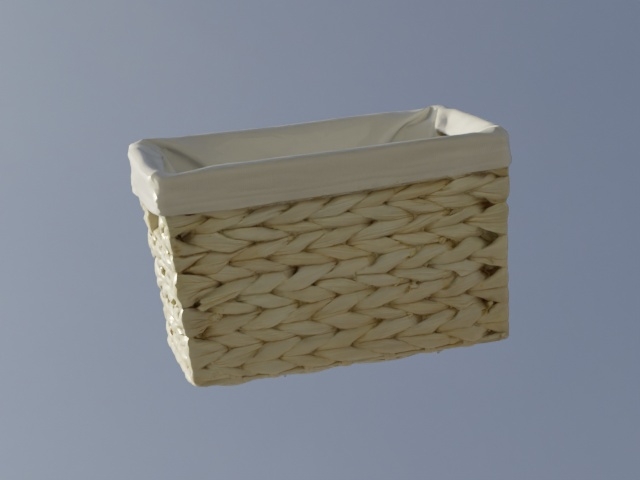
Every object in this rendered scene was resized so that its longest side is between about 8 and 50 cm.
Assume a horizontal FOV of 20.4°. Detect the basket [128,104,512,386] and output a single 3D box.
[{"bbox_3d":[0.000,0.000,0.838,0.167,0.113,0.103,-7,-78,-10],"label":"basket"}]
